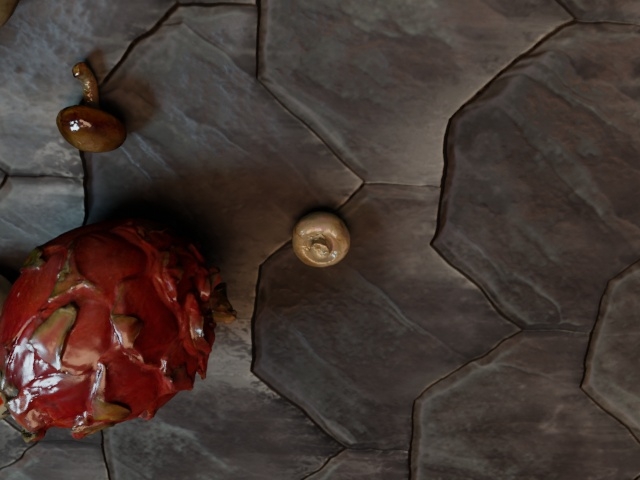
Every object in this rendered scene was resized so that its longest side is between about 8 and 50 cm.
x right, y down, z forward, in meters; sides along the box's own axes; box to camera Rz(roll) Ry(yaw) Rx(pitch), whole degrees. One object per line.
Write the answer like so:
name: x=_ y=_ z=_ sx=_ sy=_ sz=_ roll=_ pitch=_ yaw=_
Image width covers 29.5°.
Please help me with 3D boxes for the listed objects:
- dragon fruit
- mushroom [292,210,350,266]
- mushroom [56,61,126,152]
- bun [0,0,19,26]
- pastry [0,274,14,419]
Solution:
dragon fruit: x=-0.285 y=0.115 z=1.637 sx=0.342 sy=0.277 sz=0.277 roll=-20 pitch=124 yaw=-10
mushroom: x=0.000 y=0.000 z=1.690 sx=0.083 sy=0.067 sz=0.084 roll=3 pitch=121 yaw=5
mushroom: x=-0.306 y=-0.165 z=1.576 sx=0.088 sy=0.073 sz=0.130 roll=8 pitch=127 yaw=36
bun: x=-0.437 y=-0.321 z=1.443 sx=0.173 sy=0.113 sz=0.167 roll=15 pitch=122 yaw=-13
pastry: x=-0.520 y=0.157 z=1.757 sx=0.264 sy=0.133 sz=0.265 roll=2 pitch=124 yaw=3
